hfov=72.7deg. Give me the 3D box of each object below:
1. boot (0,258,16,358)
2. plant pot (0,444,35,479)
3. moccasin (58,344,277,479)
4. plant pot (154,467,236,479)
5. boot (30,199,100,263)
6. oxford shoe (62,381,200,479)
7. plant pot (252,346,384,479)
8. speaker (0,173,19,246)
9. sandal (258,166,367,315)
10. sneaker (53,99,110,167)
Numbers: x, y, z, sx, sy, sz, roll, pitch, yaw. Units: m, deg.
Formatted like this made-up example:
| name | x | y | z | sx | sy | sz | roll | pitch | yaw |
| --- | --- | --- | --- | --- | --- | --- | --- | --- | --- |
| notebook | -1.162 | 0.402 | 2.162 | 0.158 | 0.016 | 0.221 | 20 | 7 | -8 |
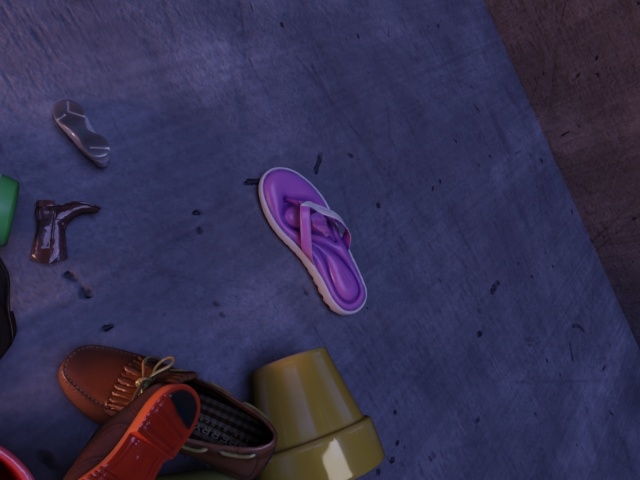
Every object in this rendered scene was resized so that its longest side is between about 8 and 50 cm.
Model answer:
| name | x | y | z | sx | sy | sz | roll | pitch | yaw |
| --- | --- | --- | --- | --- | --- | --- | --- | --- | --- |
| boot | -0.497 | 0.089 | 0.620 | 0.082 | 0.106 | 0.219 | -13 | 116 | -20 |
| plant pot | -0.500 | 0.354 | 0.525 | 0.274 | 0.243 | 0.275 | 10 | 73 | -34 |
| moccasin | -0.251 | 0.271 | 0.718 | 0.380 | 0.147 | 0.139 | 27 | 42 | 7 |
| plant pot | -0.225 | 0.474 | 0.669 | 0.254 | 0.276 | 0.276 | 22 | 64 | -59 |
| boot | -0.452 | -0.012 | 0.775 | 0.106 | 0.037 | 0.114 | 0 | 76 | -22 |
| oxford shoe | -0.269 | 0.298 | 0.547 | 0.271 | 0.098 | 0.097 | -48 | 119 | -41 |
| plant pot | -0.028 | 0.356 | 0.879 | 0.254 | 0.254 | 0.239 | -5 | 68 | -36 |
| speaker | -0.614 | -0.067 | 0.616 | 0.296 | 0.131 | 0.131 | 12 | 72 | -33 |
| sandal | 0.009 | -0.009 | 1.067 | 0.169 | 0.102 | 0.416 | -41 | 103 | -35 |
| sneaker | -0.449 | -0.198 | 0.817 | 0.053 | 0.061 | 0.152 | -33 | 80 | -29 |
